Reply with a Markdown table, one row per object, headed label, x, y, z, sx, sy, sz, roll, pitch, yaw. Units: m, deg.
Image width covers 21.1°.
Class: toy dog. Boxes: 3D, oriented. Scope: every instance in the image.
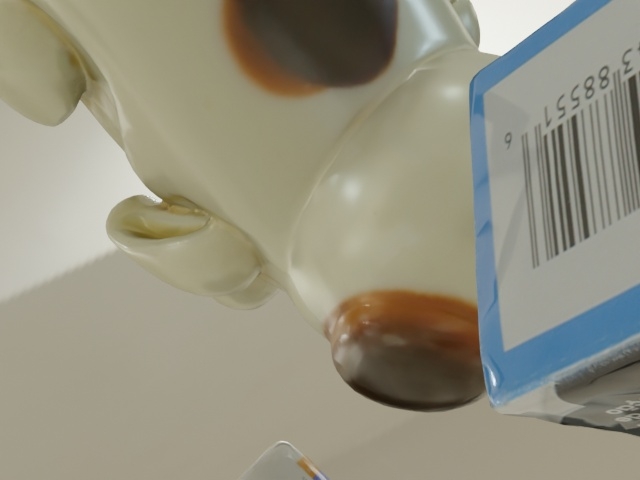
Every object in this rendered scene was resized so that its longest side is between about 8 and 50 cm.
| label | x | y | z | sx | sy | sz | roll | pitch | yaw |
| --- | --- | --- | --- | --- | --- | --- | --- | --- | --- |
| toy dog | 0.007 | -0.096 | 0.980 | 0.284 | 0.408 | 0.395 | -44 | -2 | -29 |

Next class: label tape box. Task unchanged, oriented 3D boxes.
| label | x | y | z | sx | sy | sz | roll | pitch | yaw |
| --- | --- | --- | --- | --- | --- | --- | --- | --- | --- |
| label tape box | 0.243 | -0.013 | 0.436 | 0.334 | 0.106 | 0.241 | 12 | -27 | -27 |

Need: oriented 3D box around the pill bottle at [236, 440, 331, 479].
| label | x | y | z | sx | sy | sz | roll | pitch | yaw |
| --- | --- | --- | --- | --- | --- | --- | --- | --- | --- |
| pill bottle | 0.021 | 0.269 | 1.072 | 0.152 | 0.272 | 0.152 | -45 | -4 | -4 |
